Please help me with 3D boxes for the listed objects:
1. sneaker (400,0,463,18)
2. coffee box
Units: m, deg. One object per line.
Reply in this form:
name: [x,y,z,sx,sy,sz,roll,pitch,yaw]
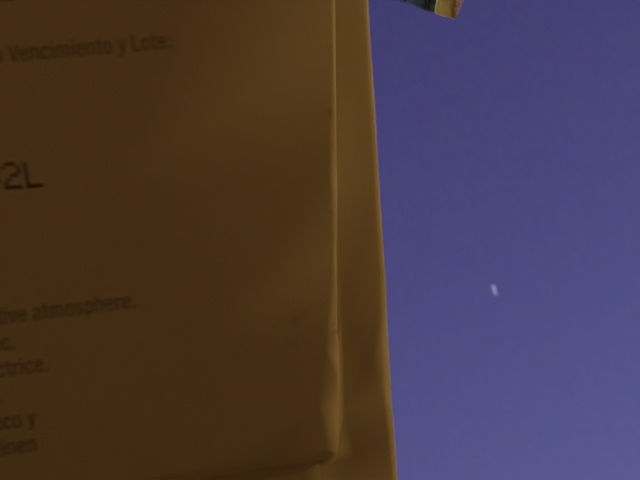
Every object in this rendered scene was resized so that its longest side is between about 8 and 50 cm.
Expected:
sneaker: [0.087,-0.228,1.241,0.085,0.152,0.058,17,-57,9]
coffee box: [-0.176,0.042,0.593,0.338,0.334,0.338,-6,-84,-14]
